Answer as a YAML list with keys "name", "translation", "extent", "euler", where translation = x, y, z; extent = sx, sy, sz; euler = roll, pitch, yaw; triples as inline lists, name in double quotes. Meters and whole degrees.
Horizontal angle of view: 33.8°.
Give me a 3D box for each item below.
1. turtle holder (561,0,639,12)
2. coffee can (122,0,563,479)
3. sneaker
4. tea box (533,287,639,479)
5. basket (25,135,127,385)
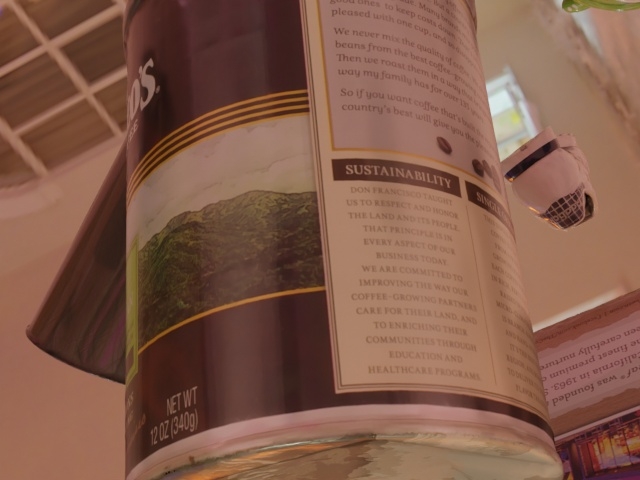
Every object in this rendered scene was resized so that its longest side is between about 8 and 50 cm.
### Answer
- name: "turtle holder"
  translation: [0.458, -0.443, 1.427]
  extent: [0.227, 0.320, 0.243]
  euler: [95, 180, -87]
- name: "coffee can"
  translation: [0.000, 0.000, 0.540]
  extent: [0.201, 0.201, 0.275]
  euler: [49, -149, -56]
- name: "sneaker"
  translation: [0.243, -0.054, 1.087]
  extent: [0.095, 0.090, 0.235]
  euler: [53, -160, 10]
- name: "tea box"
  translation: [0.258, 0.212, 0.693]
  extent: [0.323, 0.329, 0.220]
  euler: [50, -155, -34]
- name: "basket"
  translation: [-0.096, -0.013, 0.801]
  extent: [0.154, 0.227, 0.204]
  euler: [24, -174, 38]
